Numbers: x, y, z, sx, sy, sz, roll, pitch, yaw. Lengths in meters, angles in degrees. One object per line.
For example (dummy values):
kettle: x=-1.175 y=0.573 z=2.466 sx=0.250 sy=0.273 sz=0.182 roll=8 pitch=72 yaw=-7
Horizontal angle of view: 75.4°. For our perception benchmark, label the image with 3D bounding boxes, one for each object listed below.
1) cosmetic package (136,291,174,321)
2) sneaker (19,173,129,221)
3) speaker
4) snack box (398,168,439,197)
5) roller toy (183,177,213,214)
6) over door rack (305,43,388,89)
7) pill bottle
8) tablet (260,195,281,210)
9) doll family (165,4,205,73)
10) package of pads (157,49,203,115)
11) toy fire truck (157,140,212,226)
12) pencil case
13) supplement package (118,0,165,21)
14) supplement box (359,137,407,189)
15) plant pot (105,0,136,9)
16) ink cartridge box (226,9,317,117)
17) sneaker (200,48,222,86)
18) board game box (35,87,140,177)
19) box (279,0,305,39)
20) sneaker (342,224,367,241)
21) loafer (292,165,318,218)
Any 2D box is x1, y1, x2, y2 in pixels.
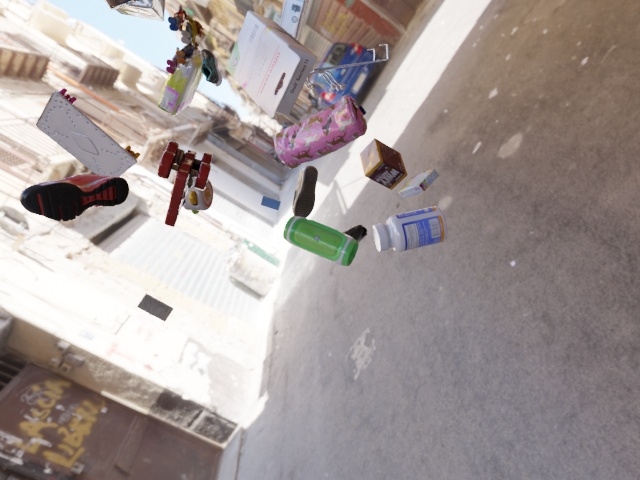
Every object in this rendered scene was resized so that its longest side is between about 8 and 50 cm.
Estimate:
cosmetic package: x=-0.604 y=0.244 z=1.513 sx=0.060 sy=0.115 sz=0.041 roll=-58 pitch=20 yaw=-14
sneaker: x=-0.750 y=-0.139 z=1.252 sx=0.314 sy=0.136 sz=0.115 roll=-24 pitch=-53 yaw=-58
speaker: x=0.000 y=0.000 z=1.695 sx=0.131 sy=0.297 sz=0.131 roll=-57 pitch=-19 yaw=-32
snack box: x=0.375 y=-0.217 z=1.587 sx=0.100 sy=0.037 sz=0.141 roll=-47 pitch=13 yaw=-18
roller toy: x=-0.694 y=-0.264 z=2.341 sx=0.209 sy=0.147 sz=0.190 roll=74 pitch=-161 yaw=-67
over door rack: x=0.100 y=-0.666 z=1.638 sx=0.325 sy=0.108 sz=0.239 roll=-20 pitch=22 yaw=0
pill bottle: x=0.357 y=-0.038 z=1.679 sx=0.152 sy=0.273 sz=0.152 roll=167 pitch=90 yaw=-88
tablet: x=-0.220 y=-0.166 z=1.827 sx=0.006 sy=0.084 sz=0.054 roll=-78 pitch=8 yaw=-51
doll family: x=-0.520 y=-0.772 z=1.622 sx=0.163 sy=0.119 sz=0.262 roll=-85 pitch=15 yaw=-47
package of pads: x=-0.672 y=-0.778 z=2.032 sx=0.296 sy=0.101 sz=0.229 roll=-52 pitch=13 yaw=32
toy fire truck: x=-0.528 y=-0.218 z=1.574 sx=0.302 sy=0.170 sz=0.253 roll=-109 pitch=40 yaw=-60
pencil case: x=-0.006 y=-0.428 z=1.660 sx=0.387 sy=0.160 sz=0.167 roll=-20 pitch=43 yaw=29
supplement package: x=-0.768 y=-1.030 z=1.720 sx=0.203 sy=0.195 sz=0.149 roll=-111 pitch=28 yaw=-75
supplement box: x=0.336 y=-0.409 z=2.220 sx=0.129 sy=0.194 sz=0.191 roll=-44 pitch=37 yaw=36
plant pot: x=-0.640 y=-0.830 z=1.293 sx=0.167 sy=0.165 sz=0.166 roll=-15 pitch=32 yaw=10
ink cartridge box: x=-0.147 y=-0.542 z=1.301 sx=0.353 sy=0.119 sz=0.207 roll=54 pitch=125 yaw=33
sneaker: x=-0.467 y=-0.726 z=1.723 sx=0.065 sy=0.166 sz=0.076 roll=-26 pitch=-6 yaw=30
board game box: x=-1.029 y=-0.444 z=1.835 sx=0.390 sy=0.390 sz=0.050 roll=-12 pitch=42 yaw=46
box: x=-0.135 y=-0.950 z=1.868 sx=0.169 sy=0.087 sz=0.289 roll=-87 pitch=13 yaw=-68
sneaker: x=0.190 y=-0.022 z=2.195 sx=0.130 sy=0.109 sz=0.286 roll=-35 pitch=-5 yaw=4
loafer: x=-0.076 y=-0.231 z=2.010 sx=0.092 sy=0.102 sz=0.268 roll=-147 pitch=71 yaw=-67
